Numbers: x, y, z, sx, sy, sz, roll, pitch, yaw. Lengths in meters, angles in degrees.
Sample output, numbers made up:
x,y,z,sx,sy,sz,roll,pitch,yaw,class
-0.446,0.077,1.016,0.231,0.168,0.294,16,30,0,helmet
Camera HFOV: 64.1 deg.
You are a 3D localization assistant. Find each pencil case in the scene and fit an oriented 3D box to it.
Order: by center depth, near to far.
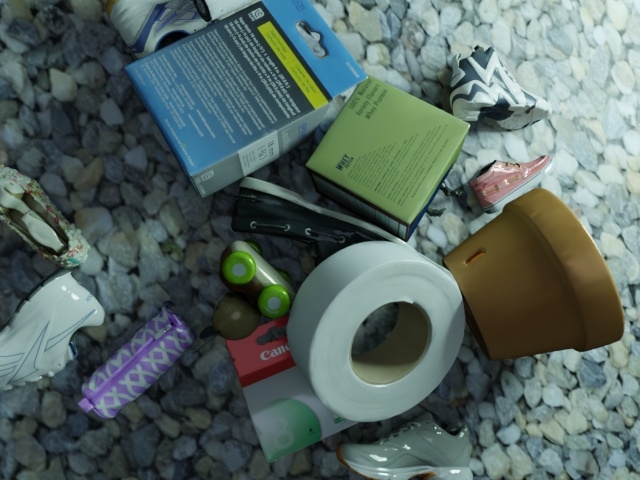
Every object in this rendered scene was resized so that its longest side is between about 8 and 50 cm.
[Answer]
x,y,z,sx,sy,sz,roll,pitch,yaw,class
-0.303,0.203,0.862,0.086,0.088,0.206,44,82,-2,pencil case

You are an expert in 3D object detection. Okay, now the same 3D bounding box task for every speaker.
x,y,z,sx,sy,sz,roll,pitch,yaw,class
-0.145,-0.423,0.867,0.136,0.055,0.055,-35,93,-19,speaker

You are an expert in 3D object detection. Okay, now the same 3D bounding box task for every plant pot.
x,y,z,sx,sy,sz,roll,pitch,yaw,class
0.347,0.081,0.898,0.203,0.291,0.291,-25,91,7,plant pot

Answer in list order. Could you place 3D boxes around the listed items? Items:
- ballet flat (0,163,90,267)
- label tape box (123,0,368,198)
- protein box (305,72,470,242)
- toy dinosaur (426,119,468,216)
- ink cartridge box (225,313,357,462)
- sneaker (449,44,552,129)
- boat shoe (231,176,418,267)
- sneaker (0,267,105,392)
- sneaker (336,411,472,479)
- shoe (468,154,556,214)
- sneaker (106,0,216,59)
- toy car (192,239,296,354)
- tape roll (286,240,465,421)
x,y,z,sx,sy,sz,roll,pitch,yaw,class
-0.488,-0.047,0.852,0.241,0.077,0.091,40,82,-5,ballet flat
-0.123,-0.258,0.880,0.333,0.106,0.241,-30,75,-10,label tape box
0.116,-0.141,0.900,0.201,0.136,0.200,30,82,13,protein box
0.206,-0.107,0.980,0.118,0.064,0.268,41,82,10,toy dinosaur
-0.050,0.253,0.920,0.180,0.056,0.225,-20,91,-11,ink cartridge box
0.346,-0.308,0.996,0.234,0.094,0.153,-2,76,-20,sneaker
0.000,-0.001,0.905,0.340,0.127,0.113,22,83,-6,boat shoe
-0.481,0.187,0.827,0.297,0.111,0.129,-46,109,-4,sneaker
0.155,0.371,0.934,0.262,0.099,0.121,11,77,-16,sneaker
0.377,-0.134,1.007,0.178,0.063,0.081,-36,98,-5,shoe
-0.222,-0.422,0.919,0.296,0.112,0.131,-30,110,-9,sneaker
-0.150,0.109,0.870,0.188,0.155,0.149,-45,97,4,toy car
0.093,0.146,0.835,0.286,0.100,0.286,-8,111,-21,tape roll
